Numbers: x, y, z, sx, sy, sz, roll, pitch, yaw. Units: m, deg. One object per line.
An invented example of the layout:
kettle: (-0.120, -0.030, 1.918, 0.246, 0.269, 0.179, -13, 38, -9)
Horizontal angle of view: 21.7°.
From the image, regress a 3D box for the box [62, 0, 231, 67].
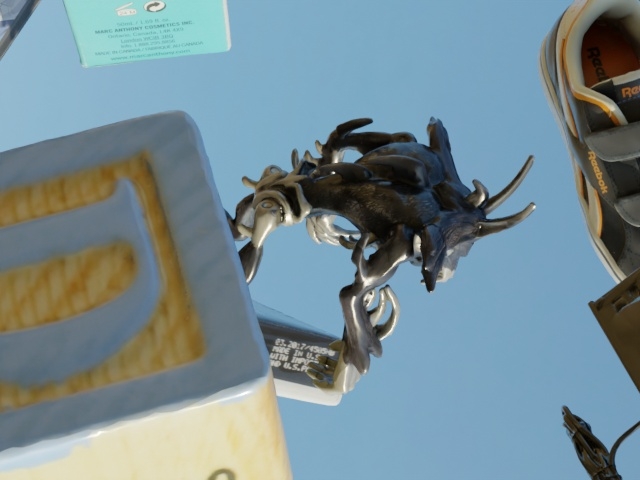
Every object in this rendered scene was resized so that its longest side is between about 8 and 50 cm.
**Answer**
box: (-0.070, -0.155, 0.544, 0.244, 0.060, 0.100, 89, -7, -69)

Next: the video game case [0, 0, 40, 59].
video game case: (-0.296, -0.148, 1.001, 0.035, 0.275, 0.248, 40, -81, 33)

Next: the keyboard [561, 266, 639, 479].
keyboard: (0.257, 0.115, 1.181, 0.201, 0.033, 0.317, -38, -155, 10)

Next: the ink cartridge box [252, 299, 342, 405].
ink cartridge box: (-0.177, 0.048, 1.388, 0.307, 0.304, 0.072, 22, -84, 54)

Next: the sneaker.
sneaker: (0.287, -0.075, 1.473, 0.127, 0.126, 0.321, 110, -42, -69)

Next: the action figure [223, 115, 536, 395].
action figure: (0.000, 0.000, 1.073, 0.141, 0.276, 0.164, 81, 11, -47)

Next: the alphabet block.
alphabet block: (-0.126, 0.076, 0.914, 0.197, 0.192, 0.193, 81, -6, -53)
